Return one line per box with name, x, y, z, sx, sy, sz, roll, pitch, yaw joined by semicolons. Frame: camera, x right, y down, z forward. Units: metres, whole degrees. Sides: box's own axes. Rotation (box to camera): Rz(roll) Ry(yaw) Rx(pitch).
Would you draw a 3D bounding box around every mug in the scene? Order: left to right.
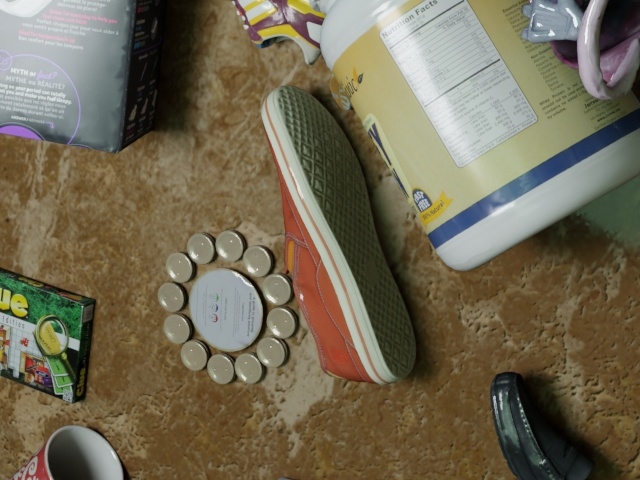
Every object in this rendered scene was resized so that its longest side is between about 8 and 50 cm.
mug;-0.329;0.334;1.591;0.169;0.113;0.150;-39;80;32

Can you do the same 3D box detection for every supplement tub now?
supplement tub;0.140;-0.155;1.173;0.228;0.228;0.316;-32;85;29

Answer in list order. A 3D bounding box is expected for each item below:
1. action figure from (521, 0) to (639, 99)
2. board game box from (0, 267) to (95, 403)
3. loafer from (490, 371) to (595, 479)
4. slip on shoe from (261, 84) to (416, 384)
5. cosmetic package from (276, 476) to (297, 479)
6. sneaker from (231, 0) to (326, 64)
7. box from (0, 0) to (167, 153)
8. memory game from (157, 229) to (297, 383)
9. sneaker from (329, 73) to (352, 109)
action figure;0.350;-0.240;1.015;0.370;0.276;0.248;5;113;-10
board game box;-0.404;0.104;1.625;0.259;0.030;0.136;16;105;24
loafer;0.239;0.230;1.297;0.078;0.076;0.223;-23;95;24
slip on shoe;0.000;0.000;1.348;0.101;0.123;0.331;-15;99;33
cosmetic package;0.062;0.475;1.425;0.284;0.097;0.377;7;104;28
sneaker;-0.070;-0.251;1.352;0.185;0.069;0.084;28;107;21
box;-0.261;-0.248;1.388;0.165;0.143;0.270;10;106;5
memory game;-0.108;0.078;1.475;0.186;0.012;0.186;6;103;26
sneaker;0.030;-0.177;1.339;0.032;0.037;0.083;26;137;42
